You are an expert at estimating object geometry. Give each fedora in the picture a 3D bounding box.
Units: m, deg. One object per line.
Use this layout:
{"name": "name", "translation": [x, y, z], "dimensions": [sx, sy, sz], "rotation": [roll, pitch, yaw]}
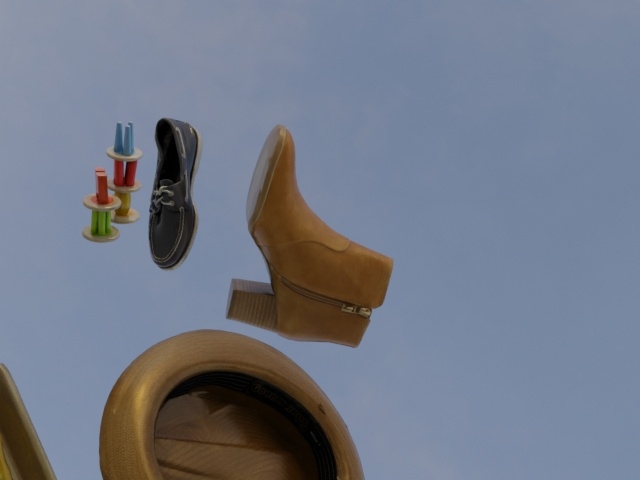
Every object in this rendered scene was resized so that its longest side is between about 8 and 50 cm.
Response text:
{"name": "fedora", "translation": [-0.061, 0.151, 0.523], "dimensions": [0.194, 0.194, 0.079], "rotation": [49, -55, 2]}

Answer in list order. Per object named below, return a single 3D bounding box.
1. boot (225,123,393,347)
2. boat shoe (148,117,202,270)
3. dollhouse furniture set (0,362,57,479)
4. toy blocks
{"name": "boot", "translation": [0.000, 0.001, 1.113], "dimensions": [0.211, 0.104, 0.295], "rotation": [10, -70, -12]}
{"name": "boat shoe", "translation": [-0.204, -0.064, 1.085], "dimensions": [0.075, 0.065, 0.206], "rotation": [-3, -107, 25]}
{"name": "dollhouse furniture set", "translation": [-0.216, 0.215, 0.524], "dimensions": [0.151, 0.197, 0.301], "rotation": [-30, -97, 35]}
{"name": "toy blocks", "translation": [-0.293, -0.086, 1.163], "dimensions": [0.054, 0.123, 0.148], "rotation": [12, -64, 8]}
